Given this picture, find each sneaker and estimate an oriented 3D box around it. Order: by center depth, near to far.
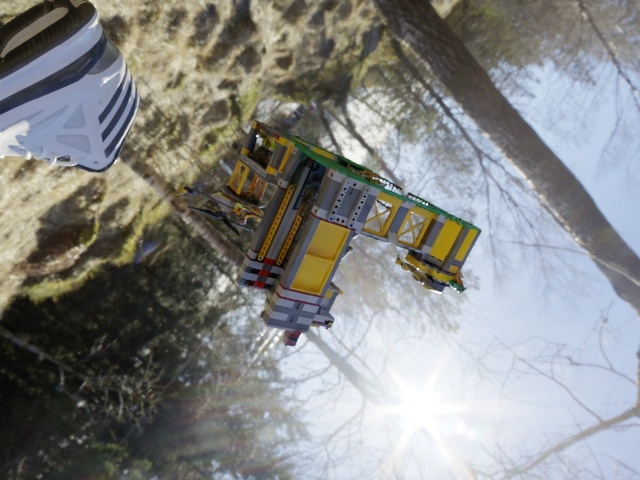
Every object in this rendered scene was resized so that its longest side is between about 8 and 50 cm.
[{"bbox_3d":[-0.475,-0.144,0.790,0.447,0.169,0.257,-34,145,-8],"label":"sneaker"}]

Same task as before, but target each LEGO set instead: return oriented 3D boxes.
[{"bbox_3d":[0.000,0.000,0.617,0.331,0.255,0.192,38,-73,45],"label":"LEGO set"}]
